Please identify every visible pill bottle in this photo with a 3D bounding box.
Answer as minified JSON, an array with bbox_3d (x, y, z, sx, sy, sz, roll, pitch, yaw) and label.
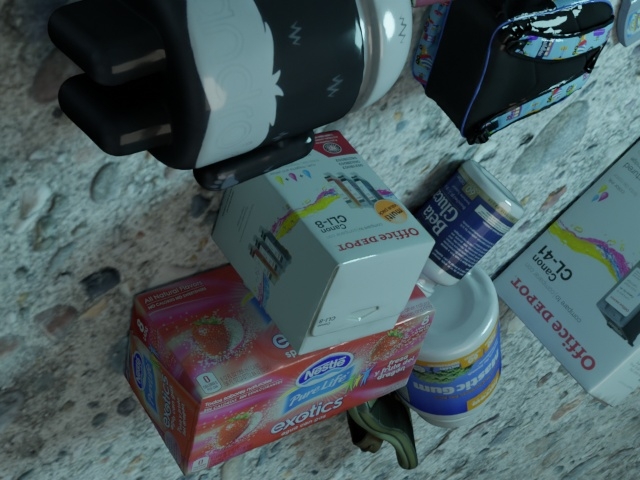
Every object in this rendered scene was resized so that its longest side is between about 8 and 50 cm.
[{"bbox_3d":[0.151,-0.006,1.407,0.169,0.094,0.094,-47,148,13],"label":"pill bottle"},{"bbox_3d":[0.161,0.144,1.558,0.152,0.152,0.272,-33,148,-10],"label":"pill bottle"}]

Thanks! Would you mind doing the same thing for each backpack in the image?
[{"bbox_3d":[0.199,-0.197,1.184,0.173,0.117,0.158,-20,144,-28],"label":"backpack"}]

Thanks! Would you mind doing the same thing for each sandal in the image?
[{"bbox_3d":[0.071,0.239,1.654,0.086,0.120,0.303,-15,151,14],"label":"sandal"}]

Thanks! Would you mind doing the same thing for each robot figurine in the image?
[{"bbox_3d":[-0.063,-0.156,0.914,0.278,0.173,0.209,-22,169,-27],"label":"robot figurine"}]

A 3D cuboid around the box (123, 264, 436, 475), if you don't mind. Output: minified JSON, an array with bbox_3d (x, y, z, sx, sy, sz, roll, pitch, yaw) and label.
[{"bbox_3d":[-0.045,0.111,1.299,0.300,0.154,0.142,-17,143,-30],"label":"box"}]

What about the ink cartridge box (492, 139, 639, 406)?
[{"bbox_3d":[0.426,0.044,1.635,0.306,0.226,0.131,-45,148,8],"label":"ink cartridge box"}]

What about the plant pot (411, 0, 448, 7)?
[{"bbox_3d":[0.133,-0.281,0.954,0.180,0.201,0.201,-22,149,3],"label":"plant pot"}]

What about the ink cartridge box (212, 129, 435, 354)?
[{"bbox_3d":[0.000,0.000,1.174,0.128,0.176,0.127,-13,141,-36],"label":"ink cartridge box"}]

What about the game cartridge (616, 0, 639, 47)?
[{"bbox_3d":[0.370,-0.262,1.379,0.056,0.017,0.083,-30,148,-8],"label":"game cartridge"}]
